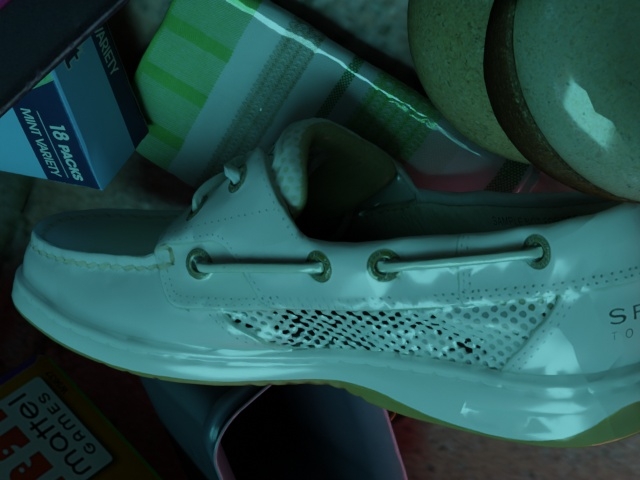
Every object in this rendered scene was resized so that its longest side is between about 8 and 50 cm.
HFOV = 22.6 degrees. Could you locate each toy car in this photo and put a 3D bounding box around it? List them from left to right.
[{"bbox_3d":[0.083,-0.078,0.479,0.155,0.149,0.188,44,168,-15],"label":"toy car"}]

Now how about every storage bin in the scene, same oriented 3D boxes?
[{"bbox_3d":[-0.024,0.080,0.730,0.091,0.098,0.135,33,153,40],"label":"storage bin"}]

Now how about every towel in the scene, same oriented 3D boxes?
[{"bbox_3d":[-0.002,-0.039,0.629,0.152,0.023,0.113,33,140,-4],"label":"towel"}]

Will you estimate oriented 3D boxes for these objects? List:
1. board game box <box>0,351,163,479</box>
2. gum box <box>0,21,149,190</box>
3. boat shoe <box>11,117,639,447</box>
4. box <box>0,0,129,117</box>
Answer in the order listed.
[{"bbox_3d":[-0.182,0.347,0.726,0.356,0.356,0.356,46,140,11],"label":"board game box"},{"bbox_3d":[-0.172,-0.101,0.621,0.184,0.041,0.157,11,139,27],"label":"gum box"},{"bbox_3d":[0.000,0.000,0.588,0.277,0.098,0.096,6,112,30],"label":"boat shoe"},{"bbox_3d":[-0.201,-0.063,0.460,0.143,0.165,0.270,52,157,-22],"label":"box"}]
